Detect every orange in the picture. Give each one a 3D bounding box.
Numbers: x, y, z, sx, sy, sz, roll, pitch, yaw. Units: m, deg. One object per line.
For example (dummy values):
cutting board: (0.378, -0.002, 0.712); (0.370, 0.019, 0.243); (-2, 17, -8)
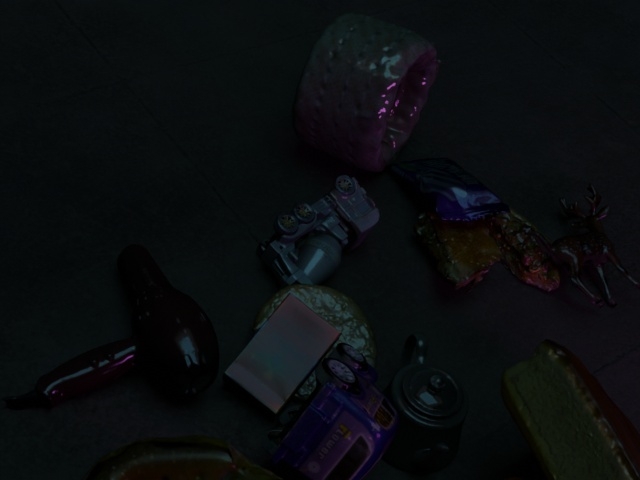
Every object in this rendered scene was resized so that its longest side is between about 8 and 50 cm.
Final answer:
orange: (-0.146, 0.413, 1.577); (0.368, 0.210, 0.271); (31, 84, 15)

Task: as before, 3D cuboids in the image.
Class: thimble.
thimble: (0.088, -0.294, 2.290); (0.195, 0.292, 0.291); (26, 44, 15)

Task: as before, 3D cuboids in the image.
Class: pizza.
pizza: (0.261, 0.024, 2.205); (0.147, 0.069, 0.226); (0, 39, -21)
pizza: (0.382, -0.002, 2.279); (0.127, 0.058, 0.246); (-9, 49, -25)

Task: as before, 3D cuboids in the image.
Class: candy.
candy: (0.241, -0.104, 2.292); (0.145, 0.070, 0.275); (-6, 29, -22)

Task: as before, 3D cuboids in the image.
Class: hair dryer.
hair dryer: (-0.351, 0.160, 1.867); (0.340, 0.123, 0.312); (-22, 46, -22)

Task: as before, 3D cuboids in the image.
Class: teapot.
teapot: (0.163, 0.255, 1.892); (0.162, 0.149, 0.239); (5, 47, -13)

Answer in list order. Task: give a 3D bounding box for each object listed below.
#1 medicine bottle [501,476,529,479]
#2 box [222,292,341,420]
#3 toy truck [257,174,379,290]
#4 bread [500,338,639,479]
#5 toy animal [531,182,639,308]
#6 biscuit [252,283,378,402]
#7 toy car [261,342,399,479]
medicine bottle: (0.318, 0.488, 1.703); (0.157, 0.157, 0.289); (-8, 53, -25)
box: (-0.061, 0.186, 1.903); (0.112, 0.048, 0.175); (38, 71, 7)
toy truck: (0.000, 0.000, 2.120); (0.140, 0.108, 0.256); (48, 52, 10)
bread: (0.425, 0.349, 1.780); (0.143, 0.323, 0.333); (-33, 54, 10)
toy animal: (0.515, 0.003, 2.275); (0.243, 0.087, 0.260); (0, 55, -48)
biscuit: (-0.009, 0.170, 1.970); (0.219, 0.033, 0.220); (6, 61, -11)
toy car: (0.031, 0.273, 1.794); (0.158, 0.172, 0.235); (38, 18, 4)
